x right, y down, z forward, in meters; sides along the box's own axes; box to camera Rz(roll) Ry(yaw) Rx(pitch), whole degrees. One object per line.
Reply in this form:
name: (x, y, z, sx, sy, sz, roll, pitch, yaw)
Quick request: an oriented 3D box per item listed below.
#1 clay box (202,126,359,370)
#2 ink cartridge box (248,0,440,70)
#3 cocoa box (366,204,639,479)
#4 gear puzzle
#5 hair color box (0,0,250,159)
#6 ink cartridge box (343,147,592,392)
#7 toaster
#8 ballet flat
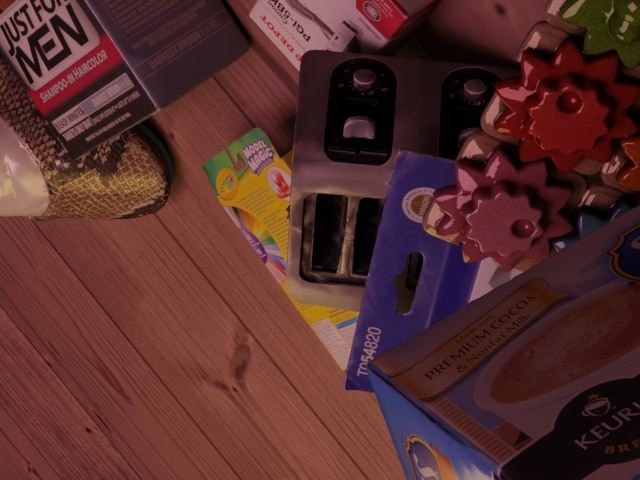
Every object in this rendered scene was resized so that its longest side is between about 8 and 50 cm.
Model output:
clay box: (0.000, 0.000, 1.269, 0.222, 0.053, 0.127, 56, 148, -5)
ink cartridge box: (0.018, -0.171, 1.065, 0.099, 0.056, 0.135, 48, 148, 3)
cocoa box: (0.243, 0.108, 0.755, 0.228, 0.347, 0.231, 36, 151, 57)
gear puzzle: (0.200, -0.091, 0.830, 0.176, 0.044, 0.339, 22, 124, -8)
hair color box: (-0.237, -0.266, 1.238, 0.374, 0.114, 0.185, 57, 148, -9)
ink cartridge box: (0.140, 0.053, 1.002, 0.224, 0.045, 0.223, 9, 129, -2)
toaster: (0.058, -0.034, 1.051, 0.168, 0.110, 0.185, 6, 139, 1)
ballet flat: (-0.370, -0.125, 1.485, 0.483, 0.182, 0.164, 34, 144, 25)
